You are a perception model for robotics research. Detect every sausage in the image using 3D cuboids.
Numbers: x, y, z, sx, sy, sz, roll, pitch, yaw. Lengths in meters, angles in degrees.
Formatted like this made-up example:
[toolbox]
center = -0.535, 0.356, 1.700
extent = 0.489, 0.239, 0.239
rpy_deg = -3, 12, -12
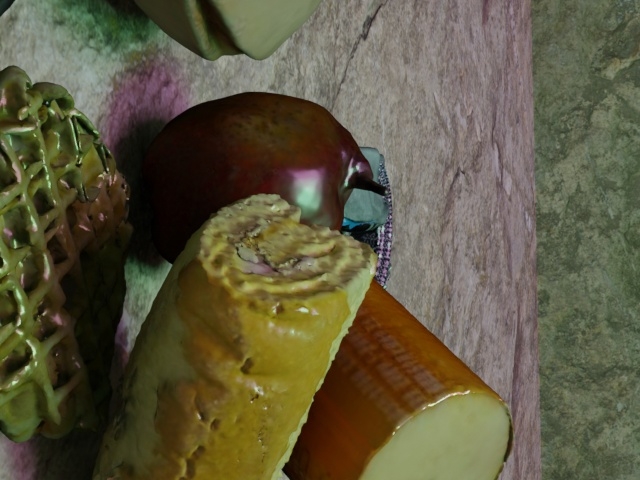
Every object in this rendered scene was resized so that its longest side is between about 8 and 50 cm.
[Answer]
[sausage]
center = 0.044, 0.183, 1.393
extent = 0.233, 0.287, 0.233
rpy_deg = -19, 130, -24

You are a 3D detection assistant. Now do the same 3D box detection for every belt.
[belt]
center = 0.000, 0.000, 1.614
extent = 0.325, 0.122, 0.260
rpy_deg = -4, 100, -66

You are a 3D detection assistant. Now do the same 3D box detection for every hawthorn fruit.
[hawthorn fruit]
center = -0.054, -0.050, 1.282
extent = 0.208, 0.248, 0.208
rpy_deg = -4, 90, -85

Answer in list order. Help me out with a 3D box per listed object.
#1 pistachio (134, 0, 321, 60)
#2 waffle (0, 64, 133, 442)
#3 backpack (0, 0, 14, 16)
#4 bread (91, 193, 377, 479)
[pistachio]
center = -0.107, -0.358, 1.170
extent = 0.445, 0.282, 0.365
rpy_deg = 63, 22, -74
[waffle]
center = -0.231, 0.023, 1.071
extent = 0.317, 0.073, 0.297
rpy_deg = 48, 48, -65
[backpack]
center = -0.285, -0.261, 0.715
extent = 0.445, 0.255, 0.363
rpy_deg = -57, 142, -32
[bread]
center = -0.100, 0.161, 1.136
extent = 0.375, 0.165, 0.236
rpy_deg = -67, 170, 25
